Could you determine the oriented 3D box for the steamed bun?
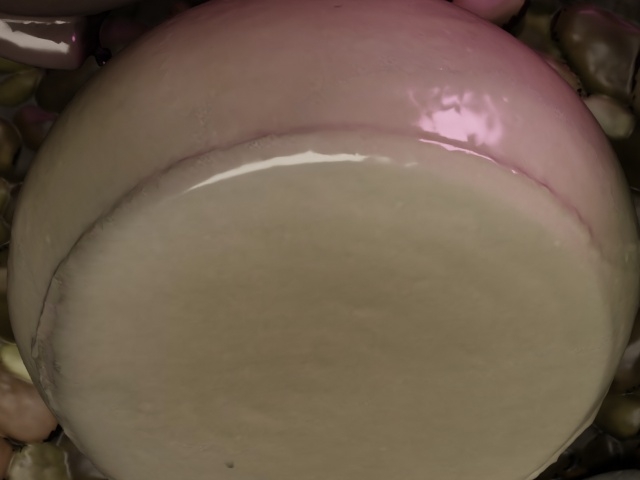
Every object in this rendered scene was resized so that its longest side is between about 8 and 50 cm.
[{"bbox_3d":[0.000,0.000,0.588,0.232,0.145,0.232,-3,133,-3],"label":"steamed bun"}]

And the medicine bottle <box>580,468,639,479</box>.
[{"bbox_3d":[0.199,0.256,0.721,0.179,0.124,0.324,-31,113,17],"label":"medicine bottle"}]

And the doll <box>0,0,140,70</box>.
[{"bbox_3d":[-0.127,-0.139,0.542,0.257,0.117,0.182,-13,113,7],"label":"doll"}]
